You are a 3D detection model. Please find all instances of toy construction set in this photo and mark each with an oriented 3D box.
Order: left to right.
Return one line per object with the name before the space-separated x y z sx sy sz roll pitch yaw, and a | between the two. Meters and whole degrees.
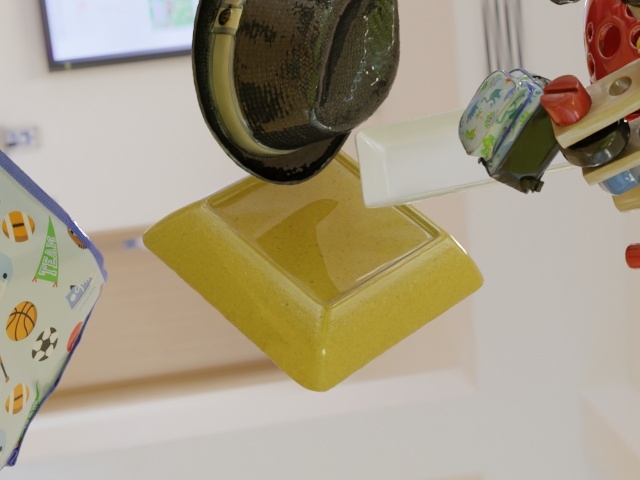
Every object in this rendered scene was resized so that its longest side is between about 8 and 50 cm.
toy construction set | 0.329 -0.131 1.148 0.257 0.237 0.309 -39 117 -49

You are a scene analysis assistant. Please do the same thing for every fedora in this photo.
fedora | 0.001 -0.231 1.720 0.152 0.334 0.334 4 -75 44

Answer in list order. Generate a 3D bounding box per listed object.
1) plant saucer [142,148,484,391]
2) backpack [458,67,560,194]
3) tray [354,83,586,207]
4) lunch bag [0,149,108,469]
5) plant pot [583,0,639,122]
plant saucer | 0.000 0.000 1.836 0.332 0.332 0.081 40 -41 24
backpack | 0.183 -0.113 1.358 0.105 0.084 0.114 -58 -165 15
tray | 0.177 -0.099 1.595 0.145 0.270 0.030 -96 172 -49
lunch bag | -0.460 0.068 1.721 0.385 0.239 0.328 44 58 -34
plant pot | 0.350 -0.223 1.420 0.191 0.191 0.174 111 -32 -74
